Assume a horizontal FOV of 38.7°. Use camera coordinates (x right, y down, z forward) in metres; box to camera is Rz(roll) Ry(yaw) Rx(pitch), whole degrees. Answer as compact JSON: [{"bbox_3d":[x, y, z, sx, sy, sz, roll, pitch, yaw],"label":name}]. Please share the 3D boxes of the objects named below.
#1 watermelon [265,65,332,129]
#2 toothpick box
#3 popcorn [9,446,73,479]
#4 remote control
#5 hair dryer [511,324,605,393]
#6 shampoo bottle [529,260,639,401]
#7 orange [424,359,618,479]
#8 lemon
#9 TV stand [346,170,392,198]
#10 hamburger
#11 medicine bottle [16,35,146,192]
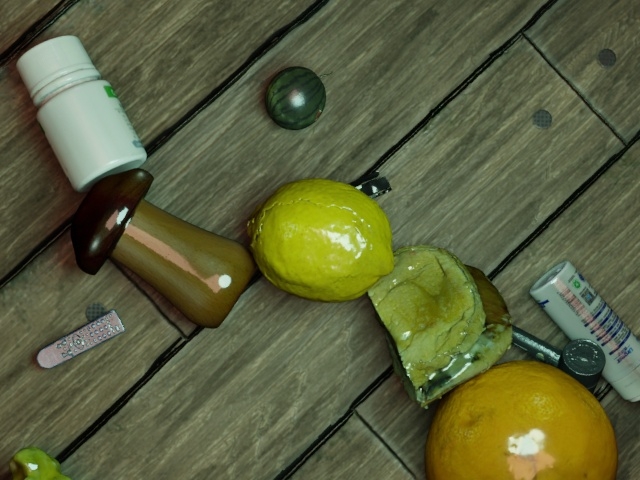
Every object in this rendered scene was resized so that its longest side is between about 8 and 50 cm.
[{"bbox_3d":[-0.033,-0.251,1.559,0.133,0.105,0.105,-40,90,-4],"label":"watermelon"},{"bbox_3d":[-0.261,0.015,1.491,0.294,0.192,0.192,33,85,-7],"label":"toothpick box"},{"bbox_3d":[-0.469,0.481,1.423,0.241,0.235,0.250,40,64,22],"label":"popcorn"},{"bbox_3d":[-0.408,0.170,1.545,0.152,0.027,0.044,-27,83,-7],"label":"remote control"},{"bbox_3d":[0.377,0.195,1.574,0.219,0.124,0.071,28,59,19],"label":"hair dryer"},{"bbox_3d":[0.495,0.175,1.580,0.092,0.092,0.303,-42,91,-6],"label":"shampoo bottle"},{"bbox_3d":[0.316,0.340,1.452,0.312,0.312,0.312,0,86,-4],"label":"orange"},{"bbox_3d":[0.000,0.000,1.465,0.260,0.204,0.204,16,85,20],"label":"lemon"},{"bbox_3d":[0.002,-0.056,1.584,0.249,0.036,0.042,-23,90,-5],"label":"TV stand"},{"bbox_3d":[0.194,0.120,1.483,0.211,0.309,0.132,-24,129,-1],"label":"hamburger"},{"bbox_3d":[-0.400,-0.209,1.515,0.139,0.139,0.237,-29,88,-5],"label":"medicine bottle"}]
